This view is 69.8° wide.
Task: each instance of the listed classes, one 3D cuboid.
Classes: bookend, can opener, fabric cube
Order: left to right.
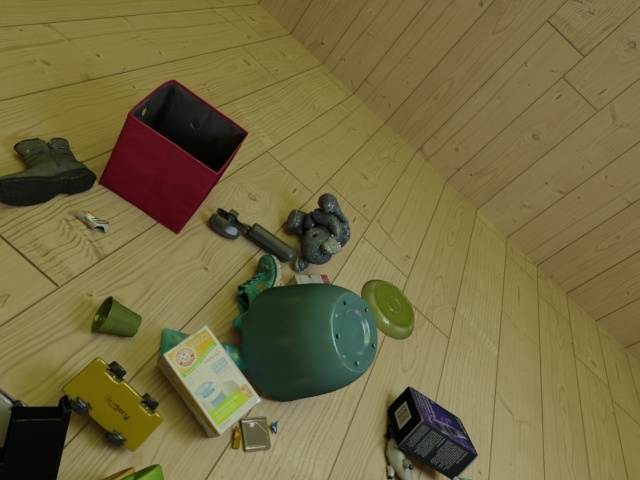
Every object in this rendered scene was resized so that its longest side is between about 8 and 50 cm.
[{"bbox_3d":[-0.487,0.327,0.704,0.157,0.072,0.156,12,86,-34],"label":"bookend"},{"bbox_3d":[-0.398,-0.231,1.264,0.259,0.258,0.254,35,38,-13],"label":"fabric cube"},{"bbox_3d":[-0.208,-0.010,1.406,0.280,0.074,0.093,31,72,-15],"label":"can opener"}]

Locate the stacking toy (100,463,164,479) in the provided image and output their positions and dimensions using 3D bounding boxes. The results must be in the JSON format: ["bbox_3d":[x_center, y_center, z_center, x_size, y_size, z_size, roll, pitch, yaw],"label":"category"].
[{"bbox_3d":[-0.353,0.445,0.635,0.309,0.279,0.130,-13,75,-51],"label":"stacking toy"}]

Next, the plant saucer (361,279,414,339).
[{"bbox_3d":[0.249,0.233,1.622,0.241,0.037,0.241,26,40,-24],"label":"plant saucer"}]

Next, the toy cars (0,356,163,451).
[{"bbox_3d":[-0.479,0.288,0.811,0.393,0.087,0.177,11,84,-35],"label":"toy cars"}]

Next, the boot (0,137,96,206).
[{"bbox_3d":[-0.684,-0.172,1.095,0.161,0.083,0.246,44,30,11],"label":"boot"}]

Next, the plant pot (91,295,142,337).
[{"bbox_3d":[-0.434,0.173,0.990,0.079,0.083,0.083,34,35,-35],"label":"plant pot"}]

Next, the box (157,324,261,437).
[{"bbox_3d":[-0.242,0.302,0.985,0.114,0.103,0.203,-33,83,-35],"label":"box"}]

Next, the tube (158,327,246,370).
[{"bbox_3d":[-0.271,0.263,1.082,0.207,0.052,0.080,17,39,-23],"label":"tube"}]

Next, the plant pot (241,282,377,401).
[{"bbox_3d":[-0.005,0.235,1.122,0.293,0.235,0.293,24,58,-44],"label":"plant pot"}]

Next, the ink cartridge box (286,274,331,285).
[{"bbox_3d":[-0.027,0.160,1.408,0.135,0.056,0.099,4,51,-43],"label":"ink cartridge box"}]

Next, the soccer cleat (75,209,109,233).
[{"bbox_3d":[-0.557,-0.045,1.120,0.083,0.029,0.036,30,34,-26],"label":"soccer cleat"}]

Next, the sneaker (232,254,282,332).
[{"bbox_3d":[-0.172,0.138,1.256,0.110,0.107,0.275,21,41,-16],"label":"sneaker"}]

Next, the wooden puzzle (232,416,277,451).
[{"bbox_3d":[-0.149,0.442,1.048,0.116,0.014,0.079,18,48,-31],"label":"wooden puzzle"}]

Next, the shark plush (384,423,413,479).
[{"bbox_3d":[0.204,0.582,1.244,0.067,0.073,0.161,41,10,-39],"label":"shark plush"}]

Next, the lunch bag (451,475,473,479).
[{"bbox_3d":[0.271,0.668,0.983,0.256,0.305,0.212,51,36,7],"label":"lunch bag"}]

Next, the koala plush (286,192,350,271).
[{"bbox_3d":[0.000,0.000,1.489,0.203,0.196,0.221,51,28,-24],"label":"koala plush"}]

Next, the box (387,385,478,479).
[{"bbox_3d":[0.307,0.534,1.279,0.207,0.108,0.153,34,13,-14],"label":"box"}]
